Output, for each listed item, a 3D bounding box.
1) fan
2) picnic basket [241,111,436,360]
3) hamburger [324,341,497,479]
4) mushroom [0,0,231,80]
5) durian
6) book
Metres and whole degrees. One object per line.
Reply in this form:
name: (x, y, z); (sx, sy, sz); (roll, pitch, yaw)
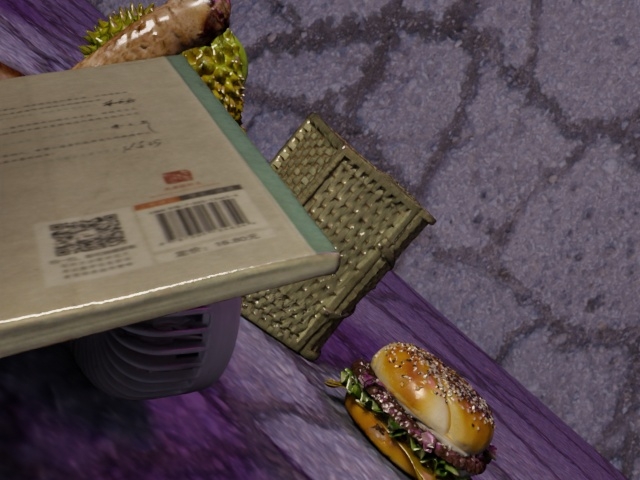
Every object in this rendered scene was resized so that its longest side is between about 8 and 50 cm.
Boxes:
fan: (-0.126, 0.003, 0.543); (0.074, 0.130, 0.244); (-5, 21, -34)
picnic basket: (0.000, 0.000, 0.933); (0.154, 0.196, 0.134); (38, 6, -25)
hamburger: (0.098, 0.161, 0.861); (0.164, 0.093, 0.189); (42, 4, 20)
mushroom: (-0.168, -0.128, 0.710); (0.227, 0.217, 0.148); (35, 8, -38)
durian: (-0.180, -0.162, 1.012); (0.237, 0.176, 0.200); (-160, -119, -69)
book: (-0.136, -0.030, 0.434); (0.283, 0.214, 0.025); (-126, -153, -58)
